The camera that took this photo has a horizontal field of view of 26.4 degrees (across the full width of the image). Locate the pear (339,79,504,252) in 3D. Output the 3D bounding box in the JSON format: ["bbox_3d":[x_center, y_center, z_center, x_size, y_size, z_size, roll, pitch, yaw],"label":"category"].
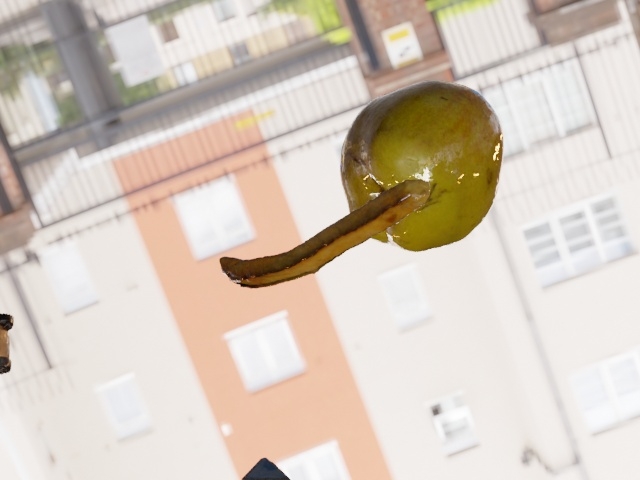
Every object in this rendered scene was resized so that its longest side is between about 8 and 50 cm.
[{"bbox_3d":[0.117,-0.086,1.548,0.200,0.200,0.200,-20,-169,4],"label":"pear"}]

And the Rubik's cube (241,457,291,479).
[{"bbox_3d":[-0.095,0.365,1.874,0.211,0.190,0.178,-43,-144,32],"label":"Rubik's cube"}]

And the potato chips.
[{"bbox_3d":[0.000,0.000,1.031,0.204,0.037,0.026,-24,150,38],"label":"potato chips"}]

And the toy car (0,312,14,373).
[{"bbox_3d":[-0.394,0.094,1.491,0.062,0.071,0.165,-12,150,14],"label":"toy car"}]
